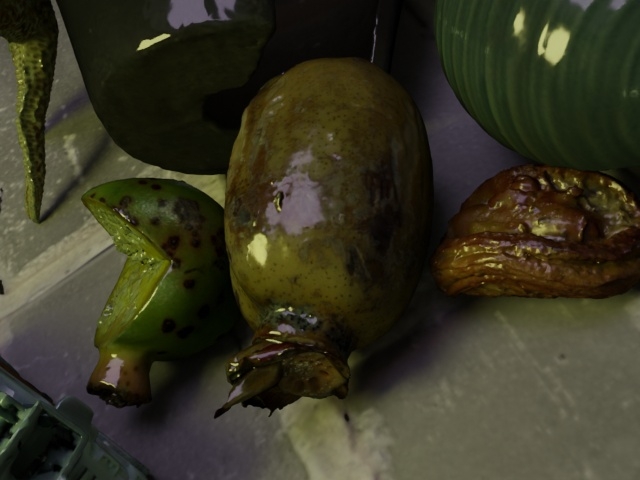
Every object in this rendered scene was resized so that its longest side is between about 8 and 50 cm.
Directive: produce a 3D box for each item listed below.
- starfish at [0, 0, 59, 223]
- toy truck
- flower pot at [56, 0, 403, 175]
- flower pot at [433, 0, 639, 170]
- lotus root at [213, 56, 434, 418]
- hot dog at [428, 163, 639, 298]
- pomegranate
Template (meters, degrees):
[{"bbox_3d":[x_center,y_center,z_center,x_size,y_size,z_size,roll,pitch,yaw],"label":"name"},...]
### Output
[{"bbox_3d":[-0.293,-0.215,1.058,0.078,0.358,0.347,-16,68,-12],"label":"starfish"},{"bbox_3d":[-0.259,0.129,0.770,0.338,0.184,0.133,20,64,46],"label":"toy truck"},{"bbox_3d":[-0.077,-0.202,0.907,0.379,0.379,0.251,-17,64,22],"label":"flower pot"},{"bbox_3d":[0.176,-0.140,0.725,0.189,0.157,0.243,-14,28,-18],"label":"flower pot"},{"bbox_3d":[0.002,0.001,0.747,0.154,0.154,0.278,-9,53,29],"label":"lotus root"},{"bbox_3d":[0.137,0.000,0.712,0.147,0.065,0.099,-1,41,38],"label":"hot dog"},{"bbox_3d":[-0.113,0.036,0.820,0.143,0.122,0.169,-27,67,57],"label":"pomegranate"}]
